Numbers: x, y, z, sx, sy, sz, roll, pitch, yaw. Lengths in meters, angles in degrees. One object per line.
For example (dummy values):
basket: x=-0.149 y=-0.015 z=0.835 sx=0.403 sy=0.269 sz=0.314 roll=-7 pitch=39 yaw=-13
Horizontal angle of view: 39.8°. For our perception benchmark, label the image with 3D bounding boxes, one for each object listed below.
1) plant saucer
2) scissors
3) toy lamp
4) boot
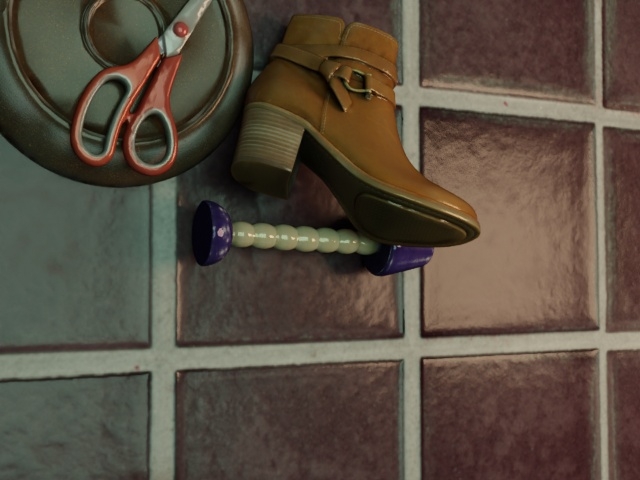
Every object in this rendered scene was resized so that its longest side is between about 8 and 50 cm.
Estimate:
plant saucer: x=-0.206 y=-0.211 z=0.911 sx=0.310 sy=0.050 sz=0.311 roll=1 pitch=88 yaw=-27
scissors: x=-0.159 y=-0.204 z=0.894 sx=0.109 sy=0.021 sz=0.297 roll=22 pitch=80 yaw=-22
toy lamp: x=0.000 y=0.000 z=0.984 sx=0.274 sy=0.080 sz=0.080 roll=1 pitch=87 yaw=-26
boot: x=0.057 y=-0.122 z=0.970 sx=0.283 sy=0.109 sz=0.220 roll=17 pitch=62 yaw=1
